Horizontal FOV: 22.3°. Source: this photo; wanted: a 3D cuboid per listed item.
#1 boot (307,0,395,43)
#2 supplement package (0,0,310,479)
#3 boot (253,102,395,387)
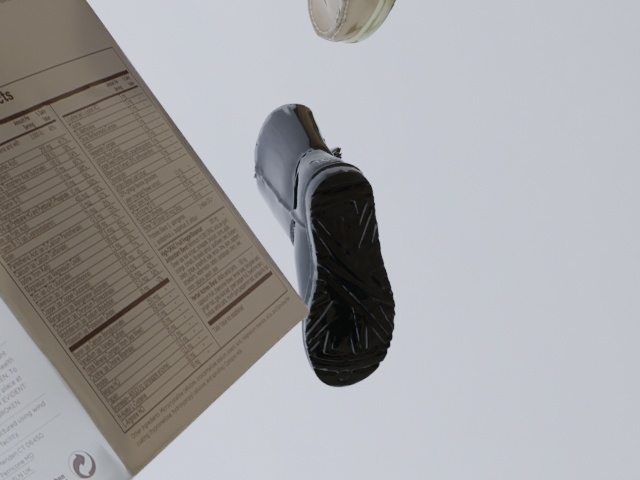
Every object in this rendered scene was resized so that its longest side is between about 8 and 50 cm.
[{"bbox_3d":[-0.031,-0.181,0.966,0.213,0.165,0.077,107,143,-59],"label":"boot"},{"bbox_3d":[-0.182,0.003,0.704,0.262,0.199,0.198,54,-154,-2],"label":"supplement package"},{"bbox_3d":[0.000,0.000,1.670,0.207,0.094,0.246,-124,27,-62],"label":"boot"}]
